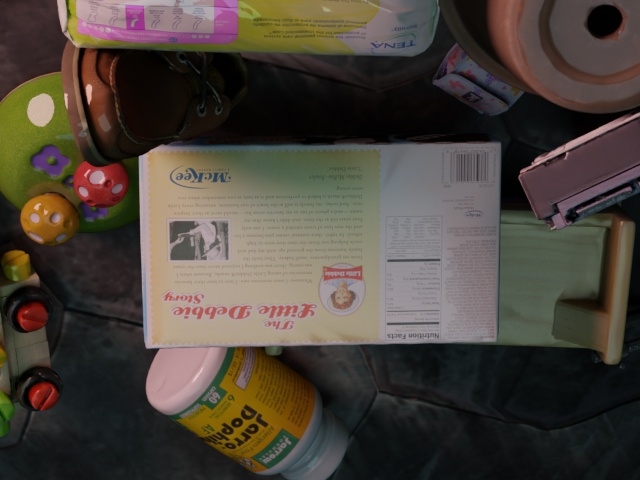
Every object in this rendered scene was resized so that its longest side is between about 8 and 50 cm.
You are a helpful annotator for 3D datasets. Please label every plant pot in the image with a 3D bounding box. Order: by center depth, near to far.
[{"bbox_3d":[0.218,-0.207,1.268,0.263,0.229,0.263,1,117,2],"label":"plant pot"}]

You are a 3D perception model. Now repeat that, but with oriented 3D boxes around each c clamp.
[{"bbox_3d":[0.337,0.095,1.607,0.161,0.137,0.022,-17,104,-18],"label":"c clamp"}]

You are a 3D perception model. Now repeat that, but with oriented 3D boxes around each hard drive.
[{"bbox_3d":[0.308,-0.097,1.350,0.237,0.339,0.064,-26,90,19],"label":"hard drive"}]

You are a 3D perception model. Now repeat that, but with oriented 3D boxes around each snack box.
[{"bbox_3d":[0.000,0.000,1.427,0.322,0.060,0.187,-1,102,-3],"label":"snack box"}]

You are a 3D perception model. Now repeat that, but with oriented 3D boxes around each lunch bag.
[{"bbox_3d":[0.154,-0.156,1.456,0.071,0.053,0.083,31,127,-18],"label":"lunch bag"}]

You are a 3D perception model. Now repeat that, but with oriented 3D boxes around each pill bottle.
[{"bbox_3d":[-0.072,0.177,1.679,0.117,0.117,0.208,-38,122,25],"label":"pill bottle"}]

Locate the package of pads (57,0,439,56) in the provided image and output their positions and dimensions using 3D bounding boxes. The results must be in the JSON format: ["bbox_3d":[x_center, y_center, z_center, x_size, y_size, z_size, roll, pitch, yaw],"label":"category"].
[{"bbox_3d":[-0.056,-0.243,1.262,0.296,0.229,0.101,1,130,-3],"label":"package of pads"}]

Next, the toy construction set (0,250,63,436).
[{"bbox_3d":[-0.381,0.104,1.588,0.215,0.151,0.327,-15,141,-21],"label":"toy construction set"}]

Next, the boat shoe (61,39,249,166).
[{"bbox_3d":[-0.131,-0.134,1.322,0.104,0.307,0.110,-9,102,9],"label":"boat shoe"}]

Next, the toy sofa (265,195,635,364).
[{"bbox_3d":[0.116,0.022,1.561,0.363,0.177,0.150,2,105,-3],"label":"toy sofa"}]

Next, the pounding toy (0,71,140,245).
[{"bbox_3d":[-0.255,-0.060,1.483,0.237,0.110,0.183,9,128,-10],"label":"pounding toy"}]
